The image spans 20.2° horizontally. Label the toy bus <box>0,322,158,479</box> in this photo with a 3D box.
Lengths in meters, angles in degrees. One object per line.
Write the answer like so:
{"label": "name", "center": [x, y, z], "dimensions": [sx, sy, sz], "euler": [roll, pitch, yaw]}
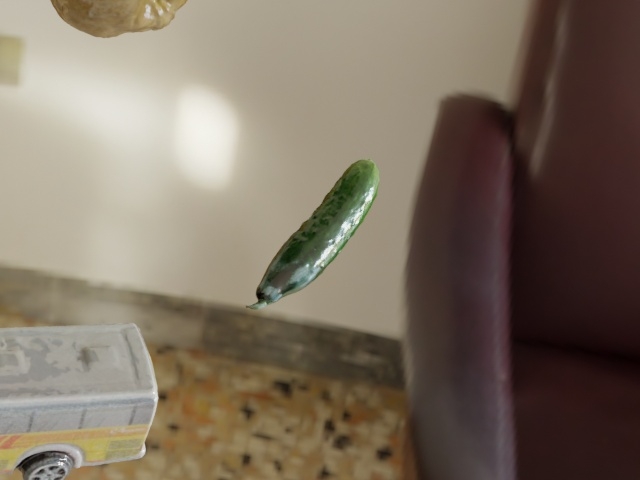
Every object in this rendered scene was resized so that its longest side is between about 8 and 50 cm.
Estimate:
{"label": "toy bus", "center": [-0.250, 0.116, 1.264], "dimensions": [0.268, 0.106, 0.092], "euler": [-1, 48, -24]}

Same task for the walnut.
{"label": "walnut", "center": [-0.199, -0.272, 1.789], "dimensions": [0.166, 0.149, 0.166], "euler": [-25, 30, 15]}

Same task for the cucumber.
{"label": "cucumber", "center": [0.000, 0.000, 1.312], "dimensions": [0.037, 0.037, 0.155], "euler": [29, 62, 21]}
